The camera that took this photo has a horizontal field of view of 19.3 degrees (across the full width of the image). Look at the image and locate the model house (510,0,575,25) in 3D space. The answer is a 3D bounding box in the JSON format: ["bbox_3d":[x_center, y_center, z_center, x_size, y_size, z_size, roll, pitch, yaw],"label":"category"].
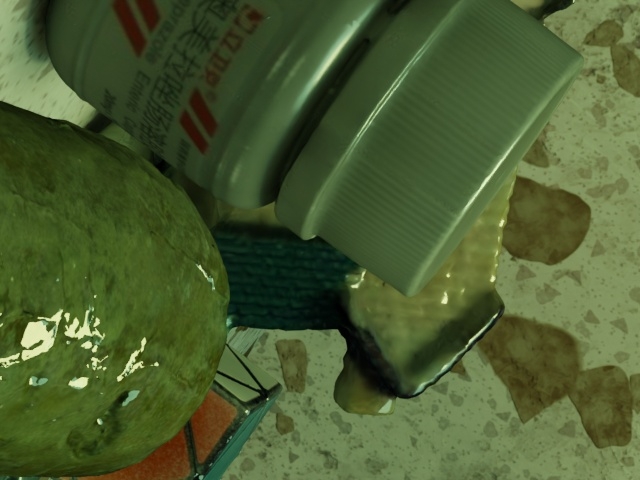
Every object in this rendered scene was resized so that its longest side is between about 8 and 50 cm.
[{"bbox_3d":[0.087,-0.275,1.474,0.237,0.202,0.237,-41,-152,42],"label":"model house"}]

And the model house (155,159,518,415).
[{"bbox_3d":[0.001,0.000,1.592,0.243,0.298,0.284,-166,-98,-79],"label":"model house"}]

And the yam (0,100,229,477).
[{"bbox_3d":[-0.185,0.021,0.964,0.195,0.195,0.300,-55,154,7],"label":"yam"}]

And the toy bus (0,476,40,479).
[{"bbox_3d":[-0.321,0.194,1.307,0.275,0.167,0.138,-55,174,1],"label":"toy bus"}]

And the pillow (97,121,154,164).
[{"bbox_3d":[-0.200,-0.003,1.575,0.144,0.078,0.254,-63,-178,-41],"label":"pillow"}]

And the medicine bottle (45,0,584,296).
[{"bbox_3d":[-0.002,-0.129,1.266,0.245,0.306,0.245,-53,174,-8],"label":"medicine bottle"}]

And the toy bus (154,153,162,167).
[{"bbox_3d":[-0.070,-0.087,1.817,0.116,0.133,0.234,-56,174,30],"label":"toy bus"}]

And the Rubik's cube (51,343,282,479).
[{"bbox_3d":[-0.193,0.197,2.132,0.205,0.207,0.205,-56,174,8],"label":"Rubik's cube"}]
